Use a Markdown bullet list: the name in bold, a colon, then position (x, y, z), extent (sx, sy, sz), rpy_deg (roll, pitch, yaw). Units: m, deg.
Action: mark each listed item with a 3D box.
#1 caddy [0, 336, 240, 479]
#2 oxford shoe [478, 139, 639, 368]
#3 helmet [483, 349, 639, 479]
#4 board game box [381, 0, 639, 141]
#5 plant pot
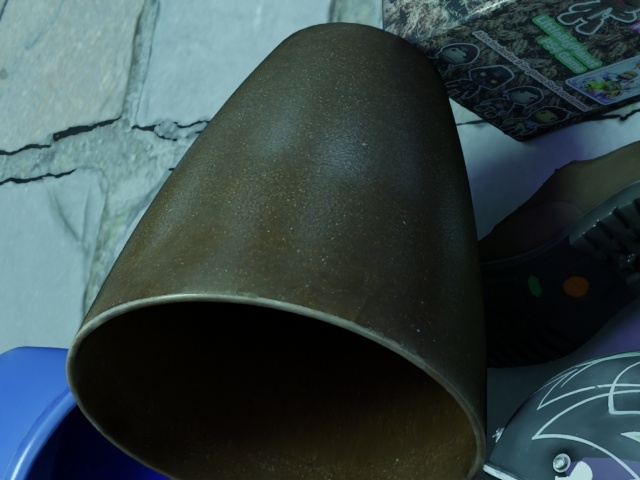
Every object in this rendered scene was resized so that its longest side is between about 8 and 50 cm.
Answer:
- **caddy**: position (-0.122, 0.220, 0.935), extent (0.179, 0.241, 0.341), rpy_deg (8, 78, 51)
- **oxford shoe**: position (0.137, 0.009, 0.917), extent (0.227, 0.083, 0.096), rpy_deg (-27, 29, 36)
- **helmet**: position (0.167, 0.132, 0.756), extent (0.169, 0.169, 0.161), rpy_deg (-13, 84, 38)
- **board game box**: position (0.189, -0.224, 0.911), extent (0.291, 0.141, 0.232), rpy_deg (-20, 60, 36)
- **plant pot**: position (0.000, 0.000, 0.857), extent (0.215, 0.215, 0.230), rpy_deg (-17, 44, 37)
